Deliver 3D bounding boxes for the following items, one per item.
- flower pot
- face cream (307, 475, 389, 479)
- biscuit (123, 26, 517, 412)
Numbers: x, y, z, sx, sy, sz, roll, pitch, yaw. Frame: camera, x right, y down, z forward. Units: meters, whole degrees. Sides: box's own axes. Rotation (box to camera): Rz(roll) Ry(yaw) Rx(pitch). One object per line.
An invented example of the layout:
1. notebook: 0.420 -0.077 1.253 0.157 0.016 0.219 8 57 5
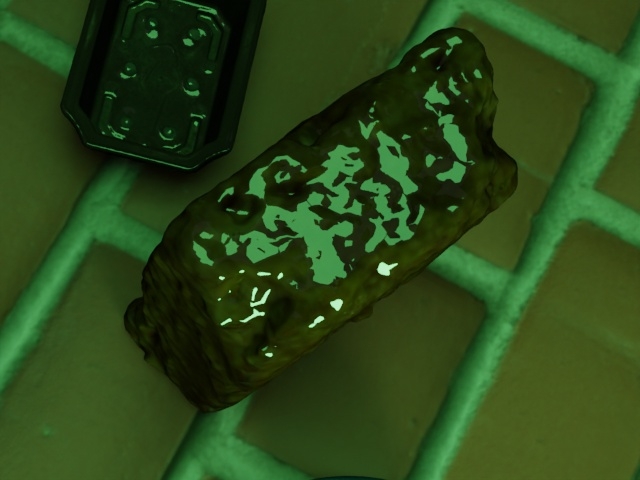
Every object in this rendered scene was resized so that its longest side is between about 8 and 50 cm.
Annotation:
1. flower pot: -0.163 -0.180 1.778 0.179 0.084 0.251 14 68 -5
2. face cream: 0.059 0.360 1.634 0.139 0.067 0.285 -8 72 -16
3. biscuit: 0.000 0.000 1.584 0.342 0.395 0.166 -34 85 -17
